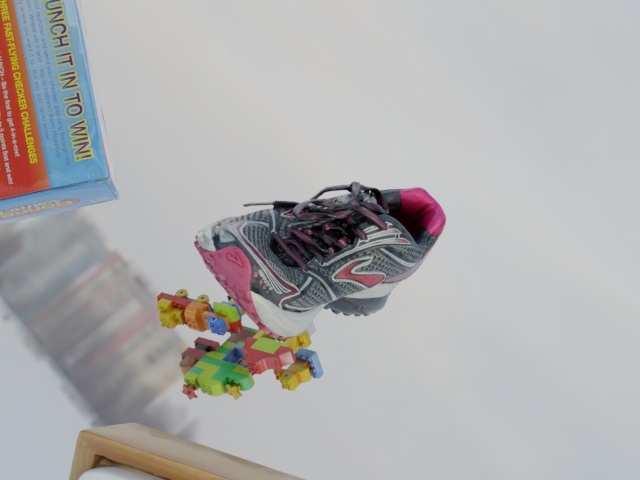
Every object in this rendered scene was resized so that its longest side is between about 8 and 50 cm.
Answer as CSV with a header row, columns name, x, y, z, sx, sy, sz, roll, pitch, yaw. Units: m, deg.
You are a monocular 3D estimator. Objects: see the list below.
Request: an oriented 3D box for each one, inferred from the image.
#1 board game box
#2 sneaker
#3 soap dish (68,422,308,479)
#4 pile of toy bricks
name,x,y,z,sx,sy,sz,roll,pitch,yaw
board game box,-0.364,-0.158,1.702,0.086,0.302,0.308,87,-9,-78
sneaker,0.000,0.000,1.589,0.121,0.112,0.299,53,27,13
soap dish,-0.102,0.297,1.473,0.229,0.291,0.118,17,24,7
pile of toy bricks,-0.103,0.130,1.961,0.212,0.105,0.118,12,-46,37
